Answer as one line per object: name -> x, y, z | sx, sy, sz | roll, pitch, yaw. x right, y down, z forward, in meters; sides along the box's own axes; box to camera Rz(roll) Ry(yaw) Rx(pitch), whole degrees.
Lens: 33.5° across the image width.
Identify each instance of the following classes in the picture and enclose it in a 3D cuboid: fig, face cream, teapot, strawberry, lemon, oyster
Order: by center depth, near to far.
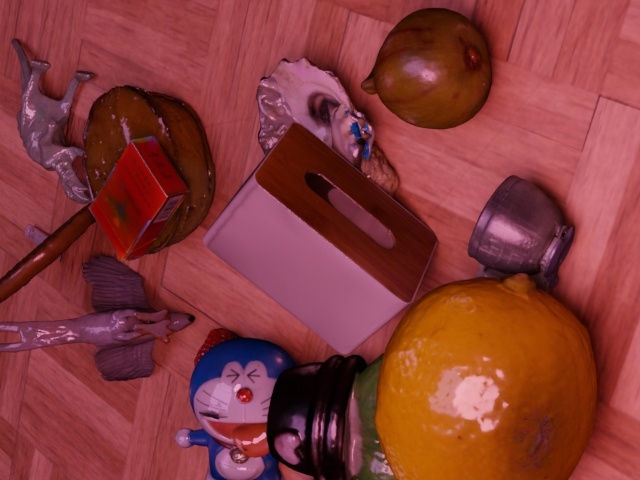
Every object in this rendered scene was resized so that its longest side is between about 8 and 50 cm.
lemon -> 0.185, 0.179, 1.206 | 0.260, 0.260, 0.284 | 28, 138, 38
teapot -> 0.233, 0.009, 1.242 | 0.108, 0.111, 0.149 | 31, 109, 22
fig -> 0.114, -0.209, 1.303 | 0.186, 0.142, 0.148 | -8, 62, 31
oyster -> -0.001, -0.146, 1.457 | 0.214, 0.083, 0.223 | -5, 94, 42
strawberry -> -0.155, 0.183, 1.641 | 0.083, 0.083, 0.096 | -19, 74, 42
face cream -> -0.517, 0.002, 1.994 | 0.115, 0.020, 0.038 | 27, 111, 37

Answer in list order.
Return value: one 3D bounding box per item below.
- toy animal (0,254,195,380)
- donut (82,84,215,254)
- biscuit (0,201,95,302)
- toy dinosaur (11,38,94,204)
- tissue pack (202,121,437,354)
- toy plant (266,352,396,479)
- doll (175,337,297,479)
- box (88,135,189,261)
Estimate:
toy animal -> -0.369, 0.128, 1.691 | 0.302, 0.284, 0.225 | -8, 86, 44
donut -> -0.268, -0.113, 1.702 | 0.272, 0.107, 0.272 | 12, 107, 43
biscuit -> -0.477, 0.027, 1.824 | 0.037, 0.262, 0.262 | 49, 131, -11
toy dinosaur -> -0.499, -0.249, 1.914 | 0.393, 0.092, 0.205 | 45, 127, 27
tissue pack -> 0.000, -0.001, 1.353 | 0.246, 0.159, 0.136 | 39, 128, -8
toy plant -> 0.055, 0.235, 1.400 | 0.235, 0.175, 0.218 | 5, 106, 15
doll -> -0.116, 0.266, 1.547 | 0.215, 0.161, 0.257 | 4, 115, 10
box -> -0.277, -0.062, 1.617 | 0.112, 0.048, 0.175 | 56, 132, 14
